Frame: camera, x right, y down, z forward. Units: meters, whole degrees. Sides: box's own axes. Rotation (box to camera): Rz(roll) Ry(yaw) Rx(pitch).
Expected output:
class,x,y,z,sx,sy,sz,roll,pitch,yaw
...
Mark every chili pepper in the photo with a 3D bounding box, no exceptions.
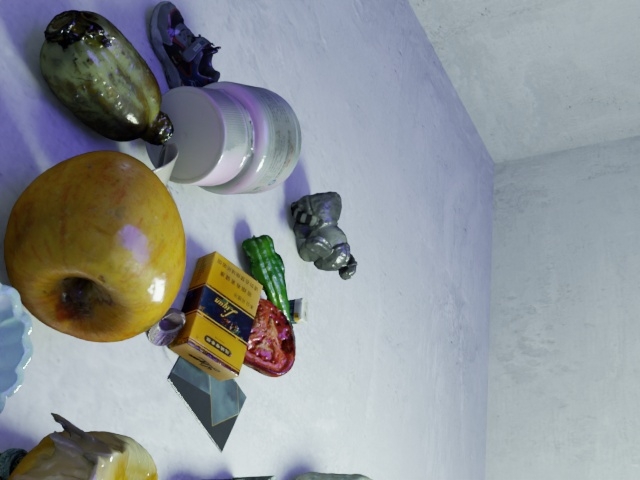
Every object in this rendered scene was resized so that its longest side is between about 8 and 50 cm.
class,x,y,z,sx,sy,sz,roll,pitch,yaw
chili pepper,-0.118,0.107,2.005,0.099,0.084,0.253,-172,-114,-74

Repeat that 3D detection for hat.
class,x,y,z,sx,sy,sz,roll,pitch,yaw
hat,-0.310,-0.065,1.599,0.164,0.226,0.219,49,38,-12
hat,-0.314,0.170,1.684,0.087,0.042,0.058,-44,124,-18

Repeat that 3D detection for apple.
class,x,y,z,sx,sy,sz,roll,pitch,yaw
apple,-0.360,0.004,1.377,0.275,0.299,0.299,-84,152,-56

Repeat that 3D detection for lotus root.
class,x,y,z,sx,sy,sz,roll,pitch,yaw
lotus root,-0.392,-0.287,1.553,0.309,0.173,0.173,54,37,-40

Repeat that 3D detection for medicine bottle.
class,x,y,z,sx,sy,sz,roll,pitch,yaw
medicine bottle,-0.204,-0.218,1.790,0.302,0.241,0.241,-8,89,-63

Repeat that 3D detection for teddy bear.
class,x,y,z,sx,sy,sz,roll,pitch,yaw
teddy bear,-0.009,-0.015,2.218,0.171,0.144,0.250,25,50,-54

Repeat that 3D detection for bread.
class,x,y,z,sx,sy,sz,roll,pitch,yaw
bread,-0.359,0.400,1.236,0.388,0.183,0.235,86,8,-67

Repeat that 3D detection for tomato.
class,x,y,z,sx,sy,sz,roll,pitch,yaw
tomato,-0.136,0.230,1.929,0.166,0.082,0.174,30,48,-13

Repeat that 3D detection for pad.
class,x,y,z,sx,sy,sz,roll,pitch,yaw
pad,-0.239,0.320,1.809,0.243,0.004,0.163,62,32,-31

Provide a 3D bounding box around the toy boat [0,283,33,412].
class,x,y,z,sx,sy,sz,roll,pitch,yaw
toy boat,-0.531,0.181,1.189,0.199,0.100,0.290,60,33,-33

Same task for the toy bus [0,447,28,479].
class,x,y,z,sx,sy,sz,roll,pitch,yaw
toy bus,-0.530,0.384,1.107,0.335,0.121,0.122,-23,108,-63

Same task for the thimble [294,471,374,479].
class,x,y,z,sx,sy,sz,roll,pitch,yaw
thimble,0.035,0.704,2.006,0.291,0.195,0.291,14,74,-60

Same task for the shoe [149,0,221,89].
class,x,y,z,sx,sy,sz,roll,pitch,yaw
shoe,-0.285,-0.416,1.829,0.099,0.126,0.227,-46,124,-54

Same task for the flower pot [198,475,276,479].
class,x,y,z,sx,sy,sz,roll,pitch,yaw
flower pot,-0.187,0.542,1.724,0.229,0.108,0.103,21,64,-58

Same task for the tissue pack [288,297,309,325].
class,x,y,z,sx,sy,sz,roll,pitch,yaw
tissue pack,-0.072,0.179,2.086,0.042,0.083,0.062,42,46,-49

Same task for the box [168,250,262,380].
class,x,y,z,sx,sy,sz,roll,pitch,yaw
box,-0.220,0.162,1.796,0.152,0.070,0.237,41,43,-32
